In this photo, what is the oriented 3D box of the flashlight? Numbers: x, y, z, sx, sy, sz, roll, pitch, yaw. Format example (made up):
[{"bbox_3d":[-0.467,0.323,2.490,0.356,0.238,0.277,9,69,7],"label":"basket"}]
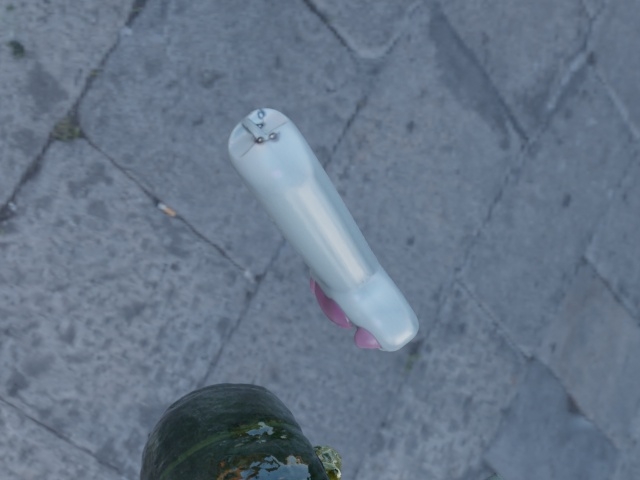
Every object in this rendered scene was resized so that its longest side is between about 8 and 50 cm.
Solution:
[{"bbox_3d":[0.000,0.000,0.681,0.047,0.093,0.200,-39,135,-5],"label":"flashlight"}]

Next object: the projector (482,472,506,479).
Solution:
[{"bbox_3d":[0.258,0.475,1.599,0.177,0.242,0.163,-26,126,-17],"label":"projector"}]

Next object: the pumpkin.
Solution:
[{"bbox_3d":[-0.066,0.285,1.188,0.207,0.300,0.300,-31,122,-7],"label":"pumpkin"}]
